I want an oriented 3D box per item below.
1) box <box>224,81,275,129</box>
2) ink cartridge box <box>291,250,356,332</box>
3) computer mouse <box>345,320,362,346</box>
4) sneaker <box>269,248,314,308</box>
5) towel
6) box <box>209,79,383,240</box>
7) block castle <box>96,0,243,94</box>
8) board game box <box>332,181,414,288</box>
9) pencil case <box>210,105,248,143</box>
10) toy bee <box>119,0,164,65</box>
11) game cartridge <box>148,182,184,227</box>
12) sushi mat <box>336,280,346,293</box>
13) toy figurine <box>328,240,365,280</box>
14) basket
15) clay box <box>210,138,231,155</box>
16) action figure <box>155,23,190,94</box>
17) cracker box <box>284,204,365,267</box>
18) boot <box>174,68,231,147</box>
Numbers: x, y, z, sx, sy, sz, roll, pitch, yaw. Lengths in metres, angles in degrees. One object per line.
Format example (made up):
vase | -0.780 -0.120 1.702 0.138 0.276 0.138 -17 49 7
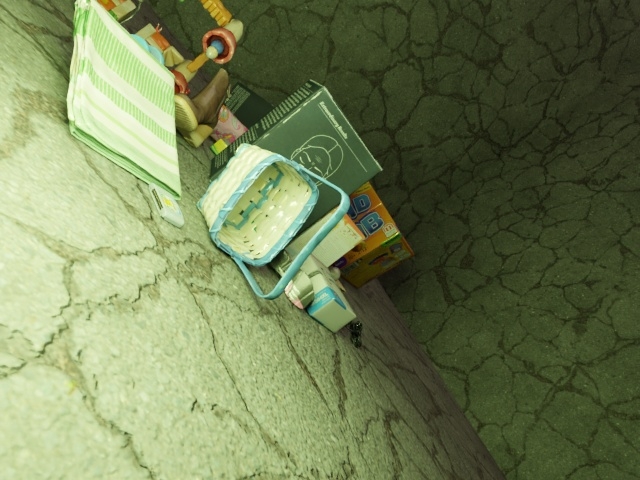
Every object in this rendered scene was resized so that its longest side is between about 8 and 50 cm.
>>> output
box | -0.261 -0.497 2.000 0.313 0.179 0.343 39 -2 17
ink cartridge box | -0.002 0.140 1.242 0.148 0.086 0.203 44 11 -49
computer mouse | 0.068 0.215 1.439 0.262 0.060 0.184 53 8 -1
sneaker | -0.070 0.093 1.124 0.178 0.072 0.077 60 -2 15
towel | -0.348 -0.263 0.808 0.248 0.038 0.324 41 31 -58
box | -0.078 -0.221 1.282 0.293 0.396 0.212 50 8 -28
block castle | -0.459 -0.622 1.153 0.453 0.303 0.212 48 36 -29
board game box | 0.208 -0.026 2.231 0.356 0.357 0.356 63 10 28
pencil case | -0.339 -0.399 1.632 0.124 0.124 0.284 57 10 35
toy bee | -0.446 -0.415 0.998 0.195 0.162 0.297 58 21 -75
game cartridge | -0.272 -0.062 0.777 0.083 0.017 0.056 56 4 29
sushi mat | 0.005 0.085 1.867 0.151 0.019 0.316 46 9 -51
toy figurine | 0.032 0.023 1.540 0.148 0.209 0.213 45 2 39
basket | -0.100 -0.055 0.895 0.201 0.254 0.289 35 8 -48
clay box | -0.281 -0.250 1.523 0.222 0.053 0.127 53 6 -9
action figure | -0.507 -0.589 1.443 0.091 0.139 0.280 53 9 11
cracker box | 0.000 0.000 1.354 0.155 0.232 0.067 48 7 -35
boot | -0.317 -0.381 1.167 0.090 0.206 0.248 26 -12 1
